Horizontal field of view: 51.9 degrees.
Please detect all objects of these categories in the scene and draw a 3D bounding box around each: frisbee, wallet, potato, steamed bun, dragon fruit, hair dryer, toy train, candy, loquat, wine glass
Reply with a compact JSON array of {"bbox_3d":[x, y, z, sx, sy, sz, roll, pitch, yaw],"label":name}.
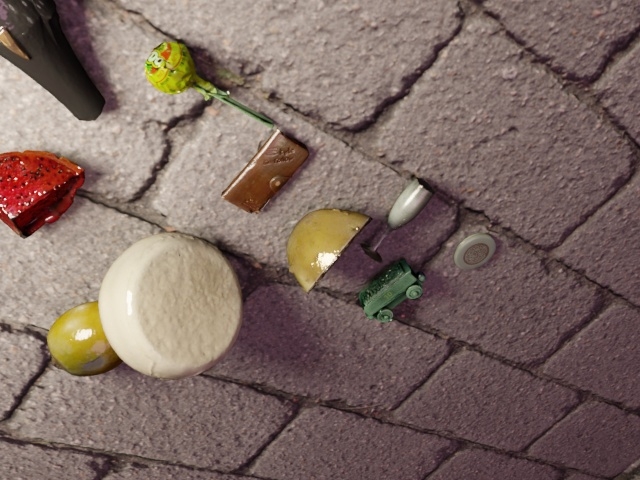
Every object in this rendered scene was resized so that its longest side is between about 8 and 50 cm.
[{"bbox_3d":[0.372,0.028,1.580,0.110,0.014,0.110,-11,131,-13],"label":"frisbee"},{"bbox_3d":[-0.104,-0.127,1.263,0.095,0.026,0.176,28,114,-38],"label":"wallet"},{"bbox_3d":[0.000,0.000,1.348,0.117,0.182,0.202,41,102,5],"label":"potato"},{"bbox_3d":[-0.293,0.126,1.254,0.177,0.283,0.283,-14,144,41],"label":"steamed bun"},{"bbox_3d":[-0.492,-0.094,1.115,0.161,0.120,0.127,-39,92,-21],"label":"dragon fruit"},{"bbox_3d":[-0.533,-0.257,0.973,0.359,0.120,0.303,-17,147,6],"label":"hair dryer"},{"bbox_3d":[0.164,0.120,1.541,0.172,0.070,0.099,-40,123,14],"label":"toy train"},{"bbox_3d":[-0.180,-0.251,1.120,0.077,0.073,0.262,-34,142,32],"label":"candy"},{"bbox_3d":[-0.449,0.194,1.316,0.195,0.152,0.152,-30,132,-7],"label":"loquat"},{"bbox_3d":[0.167,-0.044,1.411,0.066,0.066,0.198,22,117,-34],"label":"wine glass"}]
